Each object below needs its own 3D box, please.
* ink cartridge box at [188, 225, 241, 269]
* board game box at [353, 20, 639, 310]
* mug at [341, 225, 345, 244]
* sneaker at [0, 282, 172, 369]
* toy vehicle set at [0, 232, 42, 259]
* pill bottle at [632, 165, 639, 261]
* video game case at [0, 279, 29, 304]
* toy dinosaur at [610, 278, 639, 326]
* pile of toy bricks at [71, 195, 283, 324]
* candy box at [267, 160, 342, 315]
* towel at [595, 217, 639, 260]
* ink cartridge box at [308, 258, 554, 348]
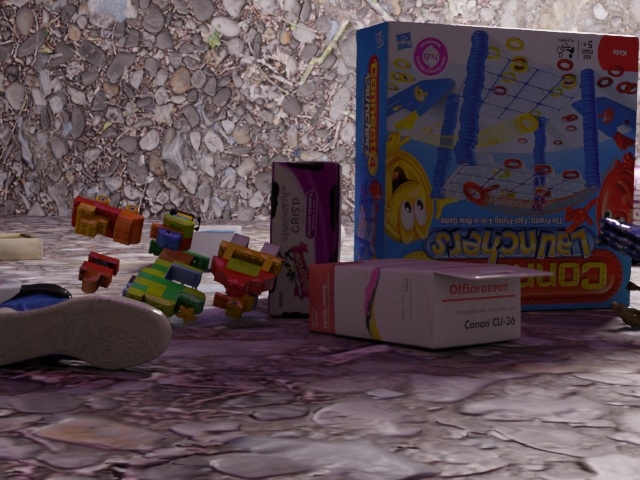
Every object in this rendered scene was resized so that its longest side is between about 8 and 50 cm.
[{"bbox_3d":[-0.177,0.010,1.730,0.104,0.060,0.180,0,4,0],"label":"ink cartridge box"},{"bbox_3d":[0.192,-0.076,1.210,0.308,0.301,0.086,-1,4,-20],"label":"board game box"},{"bbox_3d":[0.004,0.000,2.102,0.062,0.078,0.064,35,22,11],"label":"mug"},{"bbox_3d":[-0.183,0.062,0.836,0.152,0.058,0.084,-6,11,4],"label":"sneaker"},{"bbox_3d":[-0.612,0.011,1.844,0.267,0.035,0.166,-1,4,-24],"label":"toy vehicle set"},{"bbox_3d":[0.593,-0.045,1.905,0.302,0.169,0.169,2,4,33],"label":"pill bottle"},{"bbox_3d":[-0.446,0.056,1.204,0.201,0.023,0.183,-2,4,-43],"label":"video game case"},{"bbox_3d":[0.366,0.066,1.106,0.183,0.053,0.092,-7,20,-9],"label":"toy dinosaur"},{"bbox_3d":[-0.153,0.040,1.068,0.212,0.118,0.105,17,33,4],"label":"pile of toy bricks"},{"bbox_3d":[-0.014,-0.007,1.217,0.071,0.159,0.233,2,3,3],"label":"candy box"},{"bbox_3d":[0.455,0.032,1.021,0.243,0.040,0.336,-1,18,-39],"label":"towel"},{"bbox_3d":[0.095,0.054,0.973,0.115,0.067,0.198,-3,3,-40],"label":"ink cartridge box"}]
